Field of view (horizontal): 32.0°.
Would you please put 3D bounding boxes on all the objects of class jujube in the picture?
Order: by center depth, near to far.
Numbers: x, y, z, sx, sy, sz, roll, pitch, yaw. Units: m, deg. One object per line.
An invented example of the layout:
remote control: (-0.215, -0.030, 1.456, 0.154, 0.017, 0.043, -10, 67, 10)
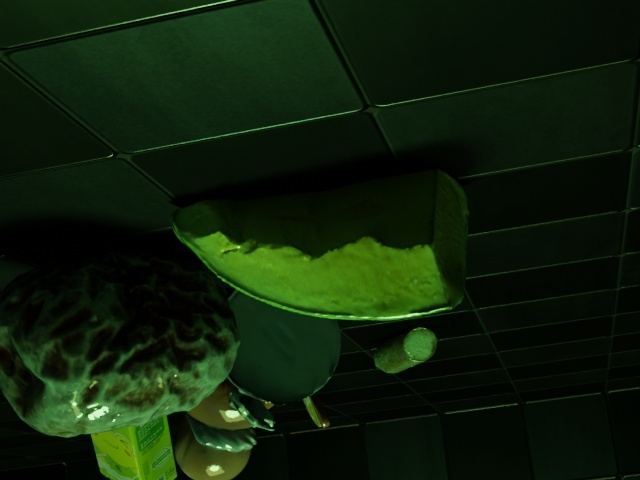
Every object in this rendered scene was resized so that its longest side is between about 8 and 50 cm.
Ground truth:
jujube: (-0.252, 0.123, 1.389, 0.317, 0.226, 0.226, -10, 171, -45)

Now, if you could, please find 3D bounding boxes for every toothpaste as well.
toothpaste: (-0.299, 0.268, 1.719, 0.077, 0.110, 0.327, -39, 145, -33)

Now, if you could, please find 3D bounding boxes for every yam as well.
yam: (0.162, 0.211, 2.131, 0.069, 0.070, 0.146, 2, 160, -26)

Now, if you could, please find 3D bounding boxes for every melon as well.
melon: (0.000, 0.000, 1.254, 0.323, 0.196, 0.124, -2, 130, 12)

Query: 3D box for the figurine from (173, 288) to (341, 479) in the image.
figurine: (-0.136, 0.212, 1.725, 0.248, 0.277, 0.388, -36, 180, -25)
